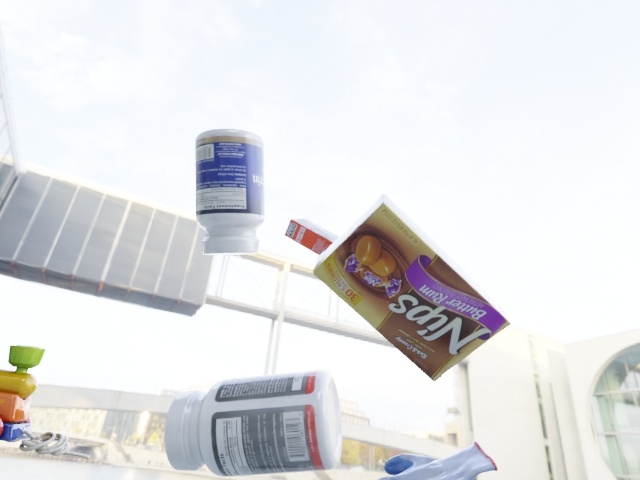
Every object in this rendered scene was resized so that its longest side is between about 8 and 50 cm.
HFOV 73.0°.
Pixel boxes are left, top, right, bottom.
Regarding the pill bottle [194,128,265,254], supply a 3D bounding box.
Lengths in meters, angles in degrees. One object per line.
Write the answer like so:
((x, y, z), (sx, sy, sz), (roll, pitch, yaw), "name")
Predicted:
((-0.200, -0.101, 0.963), (0.154, 0.264, 0.153), (-1, -2, 0), "pill bottle")

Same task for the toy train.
((-0.431, 0.215, 0.617), (0.248, 0.143, 0.105), (12, -22, -6), "toy train")

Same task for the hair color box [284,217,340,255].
((0.000, 0.000, 1.141), (0.167, 0.053, 0.093), (28, 15, 21), "hair color box")

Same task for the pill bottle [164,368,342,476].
((-0.145, 0.415, 0.982), (0.364, 0.210, 0.210), (-8, -31, 9), "pill bottle")

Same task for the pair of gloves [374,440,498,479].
((0.106, 0.256, 0.403), (0.160, 0.023, 0.198), (-26, 7, 1), "pair of gloves")

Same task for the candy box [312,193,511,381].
((0.096, 0.053, 0.471), (0.187, 0.053, 0.109), (43, -72, -6), "candy box")
